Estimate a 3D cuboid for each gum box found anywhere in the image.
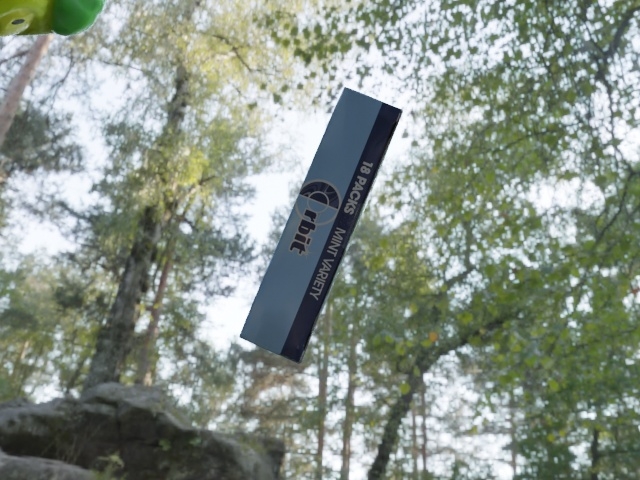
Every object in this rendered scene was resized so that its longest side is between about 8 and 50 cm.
[{"bbox_3d":[0.000,0.000,0.469,0.041,0.157,0.184,23,-6,1],"label":"gum box"}]

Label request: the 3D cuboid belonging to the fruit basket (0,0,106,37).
[{"bbox_3d":[-0.388,-0.278,0.599,0.392,0.283,0.392,20,-30,12],"label":"fruit basket"}]
